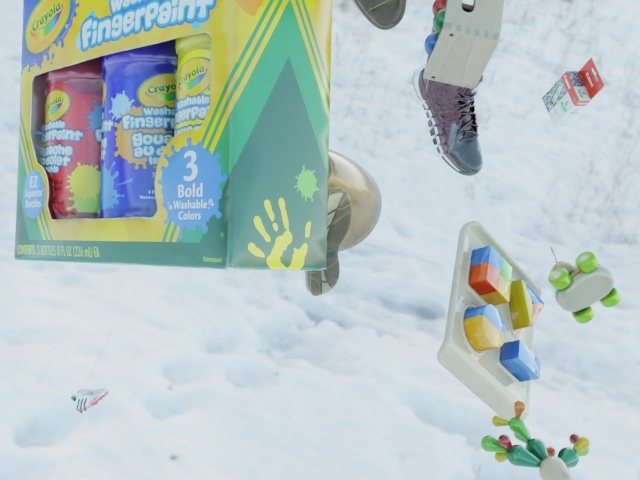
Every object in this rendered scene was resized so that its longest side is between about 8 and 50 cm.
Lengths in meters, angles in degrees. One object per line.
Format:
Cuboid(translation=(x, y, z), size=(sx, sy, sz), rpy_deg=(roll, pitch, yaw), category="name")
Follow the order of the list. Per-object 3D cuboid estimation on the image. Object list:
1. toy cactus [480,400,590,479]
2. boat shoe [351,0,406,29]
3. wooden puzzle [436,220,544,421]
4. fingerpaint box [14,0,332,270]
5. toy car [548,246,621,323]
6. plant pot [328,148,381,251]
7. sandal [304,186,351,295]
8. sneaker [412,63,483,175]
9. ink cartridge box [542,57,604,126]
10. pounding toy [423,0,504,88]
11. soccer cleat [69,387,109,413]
Cuboid(translation=(0.404, 0.379, 1.420), size=(0.218, 0.112, 0.180), rpy_deg=(17, 17, -19), category="toy cactus")
Cuboid(translation=(0.062, -0.538, 1.480), size=(0.110, 0.307, 0.104), rpy_deg=(-35, 31, -2), category="boat shoe")
Cuboid(translation=(0.393, 0.174, 1.721), size=(0.322, 0.080, 0.348), rpy_deg=(42, 51, -32), category="wooden puzzle")
Cuboid(translation=(-0.204, -0.152, 0.999), size=(0.444, 0.371, 0.163), rpy_deg=(1, -1, 41), category="fingerpaint box")
Cuboid(translation=(0.643, 0.087, 2.015), size=(0.155, 0.149, 0.188), rpy_deg=(50, 12, -24), category="toy car")
Cuboid(translation=(0.004, -0.121, 1.855), size=(0.237, 0.237, 0.254), rpy_deg=(25, -9, 21), category="plant pot")
Cuboid(translation=(0.000, 0.000, 1.183), size=(0.072, 0.180, 0.049), rpy_deg=(-13, 37, -28), category="sandal")
Cuboid(translation=(0.318, -0.292, 1.773), size=(0.106, 0.162, 0.281), rpy_deg=(-23, 85, -37), category="sneaker")
Cuboid(translation=(0.428, -0.252, 1.353), size=(0.029, 0.115, 0.063), rpy_deg=(-5, 65, -22), category="ink cartridge box")
Cuboid(translation=(0.210, -0.330, 1.228), size=(0.094, 0.206, 0.181), rpy_deg=(12, 68, -2), category="pounding toy")
Cuboid(translation=(-0.376, 0.253, 1.288), size=(0.036, 0.083, 0.029), rpy_deg=(53, 35, -9), category="soccer cleat")
